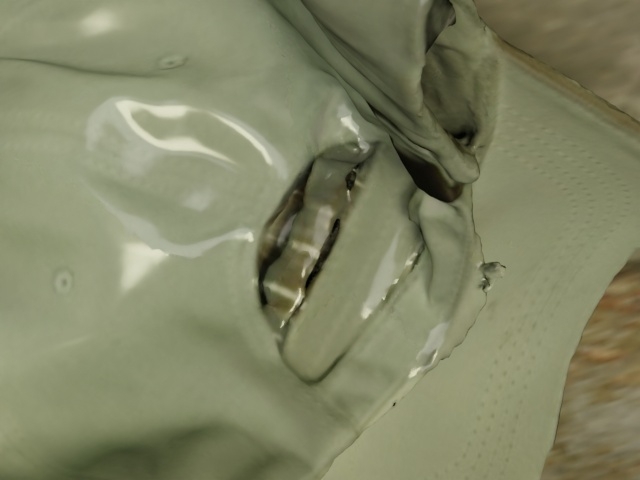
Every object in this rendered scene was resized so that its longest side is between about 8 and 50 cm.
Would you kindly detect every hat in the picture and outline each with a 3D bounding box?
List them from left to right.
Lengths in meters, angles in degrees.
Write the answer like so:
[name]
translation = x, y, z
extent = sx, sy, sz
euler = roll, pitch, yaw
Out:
[hat]
translation = 0.001, 0.003, 0.688
extent = 0.301, 0.168, 0.257
euler = 12, 112, -44
